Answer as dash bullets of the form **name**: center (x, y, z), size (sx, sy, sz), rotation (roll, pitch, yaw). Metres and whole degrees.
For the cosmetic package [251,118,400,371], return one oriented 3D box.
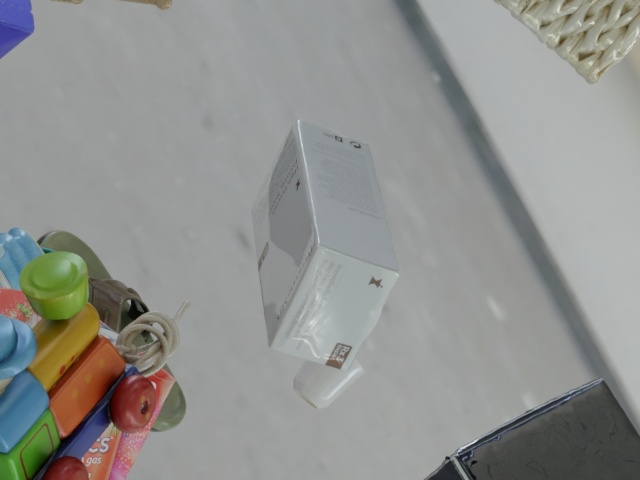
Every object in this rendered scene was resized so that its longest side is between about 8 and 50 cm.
- **cosmetic package**: center (0.000, 0.000, 1.555), size (0.085, 0.117, 0.231), rotation (18, 27, -16)

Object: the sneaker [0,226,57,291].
- **sneaker**: center (-0.356, 0.123, 1.923), size (0.127, 0.208, 0.319), rotation (42, -37, 32)

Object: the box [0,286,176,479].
- **box**: center (-0.294, 0.131, 1.500), size (0.142, 0.300, 0.154), rotation (43, 64, -40)

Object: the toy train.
- **toy train**: center (-0.172, 0.065, 1.201), size (0.248, 0.105, 0.143), rotation (-52, 146, -42)

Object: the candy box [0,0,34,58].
- **candy box**: center (-0.595, -0.285, 2.352), size (0.268, 0.317, 0.122), rotation (12, 58, -47)

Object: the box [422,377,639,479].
- **box**: center (0.301, 0.522, 2.333), size (0.297, 0.472, 0.480), rotation (-22, 73, -33)

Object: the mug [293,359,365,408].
- **mug**: center (0.008, 0.149, 1.831), size (0.062, 0.064, 0.078), rotation (27, -16, 49)

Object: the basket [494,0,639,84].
- **basket**: center (0.262, -0.389, 1.753), size (0.266, 0.331, 0.328), rotation (38, 13, -19)

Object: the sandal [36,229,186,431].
- **sandal**: center (-0.254, 0.106, 2.188), size (0.303, 0.086, 0.120), rotation (53, 39, -12)

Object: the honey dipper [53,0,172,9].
- **honey dipper**: center (-0.225, -0.265, 1.841), size (0.030, 0.160, 0.030), rotation (-24, 119, -55)
